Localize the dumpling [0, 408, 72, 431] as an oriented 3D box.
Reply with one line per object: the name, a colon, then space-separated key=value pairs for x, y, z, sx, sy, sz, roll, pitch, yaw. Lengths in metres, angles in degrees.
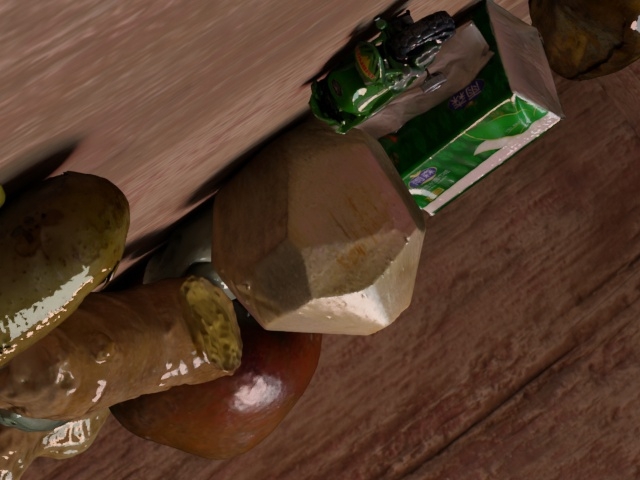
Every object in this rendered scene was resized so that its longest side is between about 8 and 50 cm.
dumpling: x=-0.330 y=0.174 z=1.850 sx=0.149 sy=0.105 sz=0.217 roll=-37 pitch=179 yaw=17

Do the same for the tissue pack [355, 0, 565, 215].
tissue pack: x=0.140 y=-0.156 z=1.848 sx=0.156 sy=0.148 sz=0.209 roll=23 pitch=133 yaw=-40

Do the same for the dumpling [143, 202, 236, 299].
dumpling: x=-0.108 y=0.012 z=1.861 sx=0.219 sy=0.108 sz=0.152 roll=-30 pitch=175 yaw=-28

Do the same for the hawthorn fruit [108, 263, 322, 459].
hawthorn fruit: x=-0.122 y=0.112 z=1.996 sx=0.301 sy=0.267 sz=0.268 roll=-40 pitch=176 yaw=37

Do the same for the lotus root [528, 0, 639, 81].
lotus root: x=0.349 y=-0.289 z=1.977 sx=0.152 sy=0.160 sz=0.275 roll=-25 pitch=176 yaw=-11

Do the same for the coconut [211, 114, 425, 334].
coconut: x=0.000 y=0.000 z=1.714 sx=0.237 sy=0.237 sz=0.197 roll=-36 pitch=178 yaw=-24

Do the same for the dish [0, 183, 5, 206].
dish: x=-0.260 y=0.085 z=0.854 sx=0.262 sy=0.108 sz=0.221 roll=-37 pitch=179 yaw=21

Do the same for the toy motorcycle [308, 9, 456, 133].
toy motorcycle: x=0.046 y=-0.146 z=1.437 sx=0.106 sy=0.074 sz=0.190 roll=-26 pitch=174 yaw=-25

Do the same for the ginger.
ginger: x=-0.208 y=0.110 z=1.673 sx=0.354 sy=0.126 sz=0.190 roll=-7 pitch=170 yaw=-44

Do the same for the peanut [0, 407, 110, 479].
peanut: x=-0.397 y=0.257 z=2.271 sx=0.298 sy=0.136 sz=0.120 roll=-34 pitch=177 yaw=-40

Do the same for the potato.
potato: x=-0.187 y=0.023 z=0.991 sx=0.170 sy=0.080 sz=0.107 roll=-36 pitch=-175 yaw=-14
